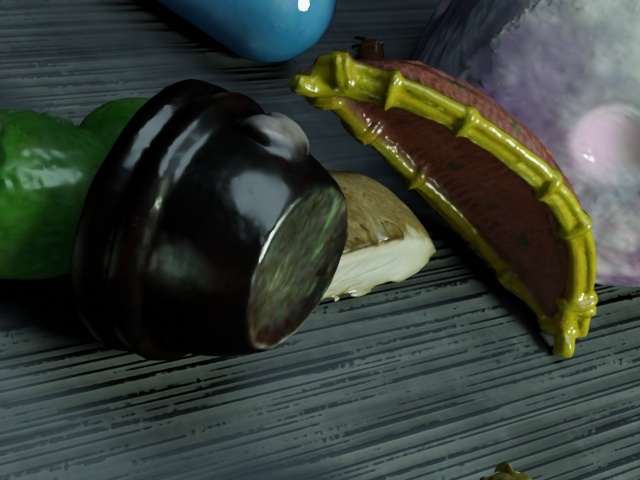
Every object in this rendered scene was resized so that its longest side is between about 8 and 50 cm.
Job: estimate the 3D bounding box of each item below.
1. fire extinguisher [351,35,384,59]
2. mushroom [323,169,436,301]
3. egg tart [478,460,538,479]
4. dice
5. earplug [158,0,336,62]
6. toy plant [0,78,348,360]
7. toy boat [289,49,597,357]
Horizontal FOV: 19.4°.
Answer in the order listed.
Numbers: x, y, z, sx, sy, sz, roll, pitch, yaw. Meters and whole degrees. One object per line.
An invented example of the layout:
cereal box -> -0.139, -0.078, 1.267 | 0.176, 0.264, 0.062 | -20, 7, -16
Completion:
fire extinguisher -> 0.039, -0.143, 1.537 | 0.028, 0.022, 0.083 | 0, 42, 1
mushroom -> 0.000, -0.001, 1.304 | 0.209, 0.072, 0.094 | -13, 51, -47
egg tart -> 0.147, 0.229, 1.107 | 0.090, 0.212, 0.213 | -34, 70, -12
dice -> 0.240, -0.149, 1.500 | 0.270, 0.270, 0.271 | 30, 36, -10
earplug -> -0.106, -0.241, 1.438 | 0.273, 0.132, 0.132 | 37, 35, -7
toy plant -> -0.115, -0.019, 1.162 | 0.235, 0.175, 0.218 | 20, 21, 24
toy boat -> 0.106, -0.046, 1.359 | 0.318, 0.141, 0.099 | 43, 59, -26
